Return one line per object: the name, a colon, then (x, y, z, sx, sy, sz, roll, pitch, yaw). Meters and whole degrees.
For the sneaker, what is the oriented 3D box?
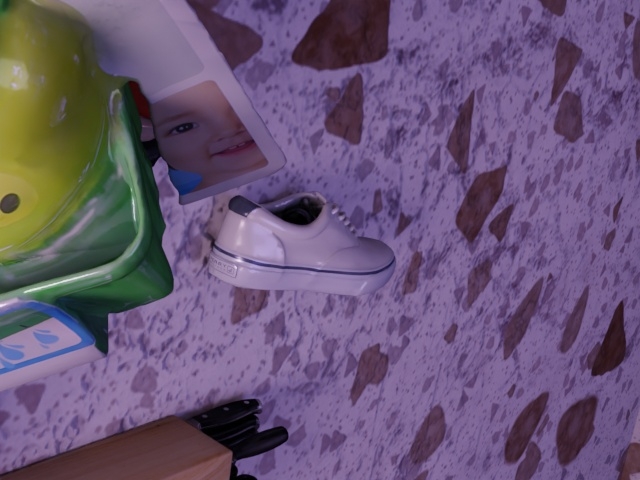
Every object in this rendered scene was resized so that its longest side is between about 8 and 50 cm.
sneaker: (0.000, 0.000, 0.990, 0.258, 0.094, 0.091, 1, 112, -52)

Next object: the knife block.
knife block: (-0.146, 0.220, 0.926, 0.242, 0.088, 0.275, -54, 142, -20)

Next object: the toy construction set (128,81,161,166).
toy construction set: (-0.205, -0.180, 0.529, 0.257, 0.237, 0.309, 0, 146, -12)

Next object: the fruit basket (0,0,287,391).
fruit basket: (-0.203, -0.036, 0.331, 0.353, 0.327, 0.165, 53, 20, -72)
